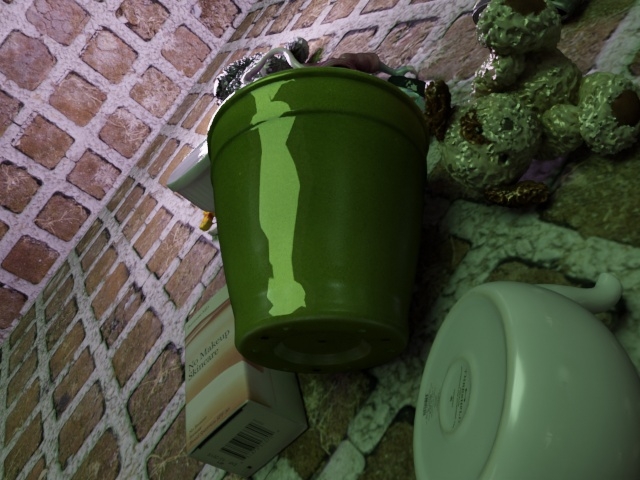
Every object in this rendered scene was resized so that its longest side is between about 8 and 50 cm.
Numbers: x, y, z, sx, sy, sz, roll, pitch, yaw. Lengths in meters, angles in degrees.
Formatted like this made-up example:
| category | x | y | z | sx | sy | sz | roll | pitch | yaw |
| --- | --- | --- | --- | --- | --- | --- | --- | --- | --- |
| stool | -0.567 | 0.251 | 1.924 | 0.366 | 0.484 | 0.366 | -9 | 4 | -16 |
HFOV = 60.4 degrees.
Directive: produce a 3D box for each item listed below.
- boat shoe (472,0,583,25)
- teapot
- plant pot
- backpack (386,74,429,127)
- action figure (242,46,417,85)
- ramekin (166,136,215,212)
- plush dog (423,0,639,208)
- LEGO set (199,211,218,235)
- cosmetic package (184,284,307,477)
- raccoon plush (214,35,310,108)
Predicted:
| category | x | y | z | sx | sy | sz | roll | pitch | yaw |
| --- | --- | --- | --- | --- | --- | --- | --- | --- | --- |
| boat shoe | 0.361 | -0.418 | 0.993 | 0.224 | 0.080 | 0.073 | 13 | 64 | 52 |
| teapot | 0.210 | 0.171 | 0.510 | 0.252 | 0.187 | 0.255 | -87 | 15 | -69 |
| plant pot | 0.000 | 0.000 | 0.830 | 0.367 | 0.367 | 0.352 | -27 | 51 | 36 |
| backpack | 0.133 | -0.226 | 1.064 | 0.181 | 0.115 | 0.152 | -55 | 34 | 0 |
| action figure | 0.019 | -0.358 | 1.209 | 0.248 | 0.276 | 0.370 | -51 | 18 | -2 |
| ramekin | -0.232 | -0.186 | 1.332 | 0.273 | 0.127 | 0.272 | -36 | 23 | 18 |
| plush dog | 0.264 | -0.171 | 0.774 | 0.225 | 0.262 | 0.210 | -42 | -2 | -1 |
| LEGO set | -0.258 | -0.058 | 1.435 | 0.227 | 0.087 | 0.093 | -17 | 45 | 45 |
| cosmetic package | -0.141 | 0.226 | 0.951 | 0.153 | 0.129 | 0.296 | -45 | 31 | 14 |
| raccoon plush | -0.115 | -0.487 | 1.543 | 0.299 | 0.216 | 0.446 | -6 | 54 | 54 |
